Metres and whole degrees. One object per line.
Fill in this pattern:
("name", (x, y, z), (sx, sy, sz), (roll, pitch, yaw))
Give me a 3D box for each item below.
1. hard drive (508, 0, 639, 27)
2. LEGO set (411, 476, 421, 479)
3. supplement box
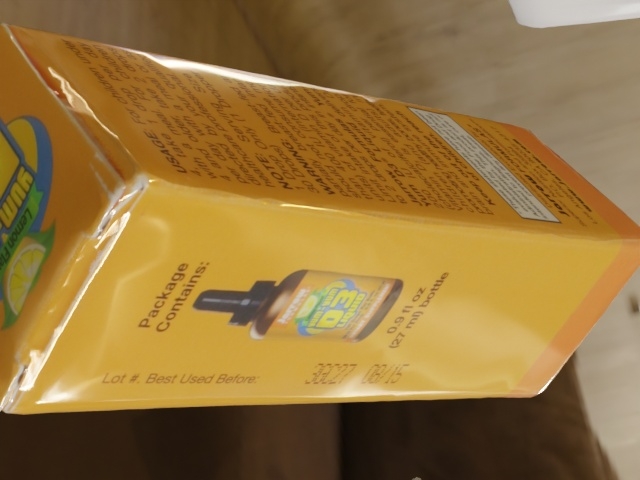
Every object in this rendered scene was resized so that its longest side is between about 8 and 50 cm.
("hard drive", (0.149, -0.197, 0.580), (0.307, 0.203, 0.040), (51, 42, -57))
("LEGO set", (-0.012, 0.307, 0.866), (0.192, 0.255, 0.331), (99, -25, -64))
("supplement box", (0.000, 0.000, 0.411), (0.233, 0.078, 0.080), (4, 37, -49))
